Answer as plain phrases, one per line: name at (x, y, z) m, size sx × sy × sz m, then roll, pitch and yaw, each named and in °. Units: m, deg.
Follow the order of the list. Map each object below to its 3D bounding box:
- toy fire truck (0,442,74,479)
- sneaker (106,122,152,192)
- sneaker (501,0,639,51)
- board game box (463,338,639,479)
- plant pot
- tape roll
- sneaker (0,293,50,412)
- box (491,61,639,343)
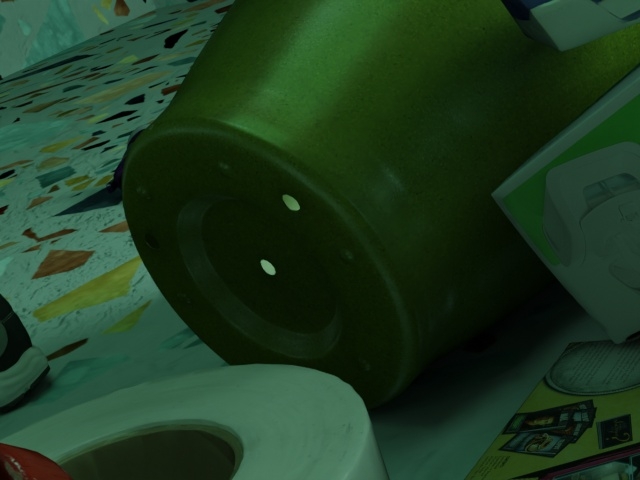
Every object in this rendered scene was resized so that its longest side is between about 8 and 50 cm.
toy fire truck at (-0.237, 0.182, 0.552) m, size 0.254 × 0.302 × 0.169 m, roll -12°, pitch -22°, yaw 32°
sneaker at (-0.157, -0.096, 1.727) m, size 0.223 × 0.083 × 0.098 m, roll -10°, pitch 39°, yaw 39°
sneaker at (0.209, -0.262, 0.835) m, size 0.315 × 0.182 × 0.127 m, roll -36°, pitch 14°, yaw 0°
board game box at (0.163, 0.120, 0.731) m, size 0.165 × 0.042 × 0.243 m, roll -6°, pitch 20°, yaw 35°
plant pot at (0.059, -0.076, 1.016) m, size 0.366 × 0.366 × 0.353 m, roll -1°, pitch 36°, yaw 45°
tape roll at (-0.097, 0.171, 0.738) m, size 0.286 × 0.100 × 0.286 m, roll -16°, pitch 17°, yaw 5°
sneaker at (-0.363, 0.099, 1.230) m, size 0.271 × 0.108 × 0.100 m, roll -13°, pitch 19°, yaw 20°
box at (0.259, -0.084, 0.783) m, size 0.231 × 0.127 × 0.262 m, roll -39°, pitch -1°, yaw -30°
